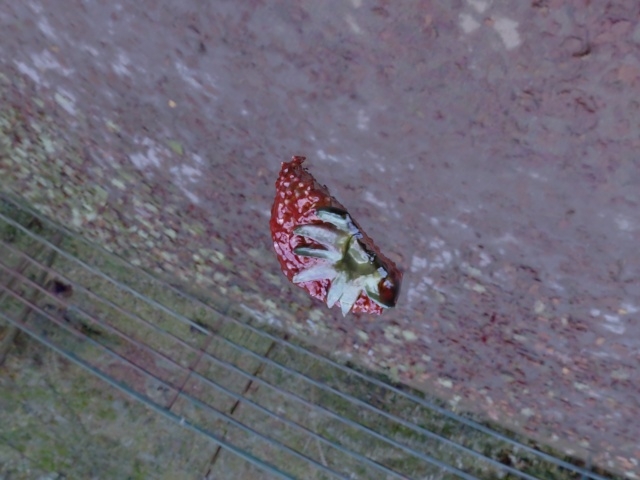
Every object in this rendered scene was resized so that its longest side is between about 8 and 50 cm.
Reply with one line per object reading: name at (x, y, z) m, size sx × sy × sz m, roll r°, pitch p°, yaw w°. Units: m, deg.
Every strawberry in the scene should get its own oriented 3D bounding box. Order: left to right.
strawberry at (0.000, 0.000, 1.038) m, size 0.233 × 0.137 × 0.306 m, roll 46°, pitch -175°, yaw -23°
